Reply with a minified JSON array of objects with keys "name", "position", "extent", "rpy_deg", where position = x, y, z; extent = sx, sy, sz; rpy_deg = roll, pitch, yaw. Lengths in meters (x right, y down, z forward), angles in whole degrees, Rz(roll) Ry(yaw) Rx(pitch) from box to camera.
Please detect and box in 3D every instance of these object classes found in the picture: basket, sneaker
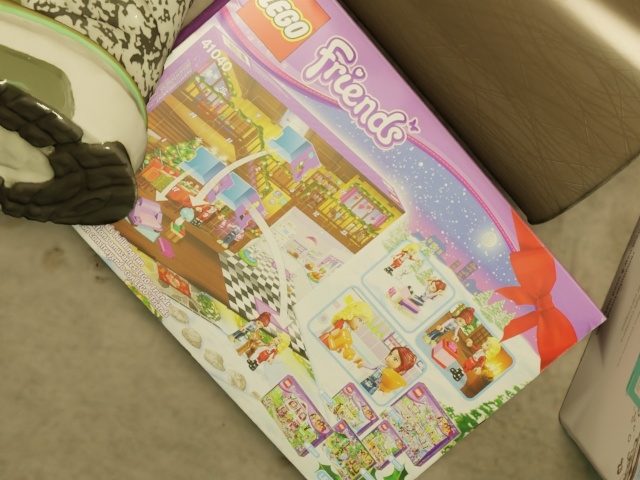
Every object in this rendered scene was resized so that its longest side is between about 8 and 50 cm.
[{"name":"basket","position":[0.097,-0.144,0.996],"extent":[0.227,0.204,0.154],"rpy_deg":[43,63,-3]},{"name":"sneaker","position":[-0.248,-0.168,0.989],"extent":[0.410,0.158,0.182],"rpy_deg":[30,58,0]}]

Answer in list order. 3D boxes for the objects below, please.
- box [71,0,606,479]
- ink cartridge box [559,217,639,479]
[{"name":"box","position":[0.000,0.000,1.068],"extent":[0.201,0.057,0.293],"rpy_deg":[-40,103,5]},{"name":"ink cartridge box","position":[0.285,0.086,1.006],"extent":[0.198,0.270,0.197],"rpy_deg":[19,100,-10]}]
